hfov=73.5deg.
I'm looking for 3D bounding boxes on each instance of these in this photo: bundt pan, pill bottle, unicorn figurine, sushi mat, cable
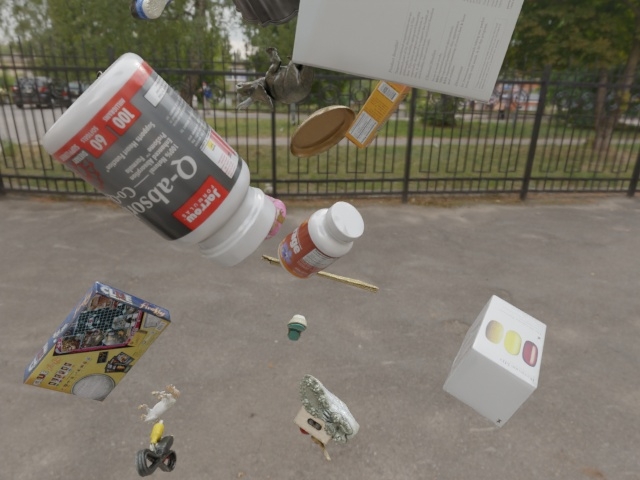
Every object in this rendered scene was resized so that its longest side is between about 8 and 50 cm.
[{"bbox_3d":[-0.118,-0.722,1.081,0.331,0.330,0.124,12,-7,28],"label":"bundt pan"},{"bbox_3d":[-0.260,-0.121,0.765,0.210,0.363,0.210,-29,37,24],"label":"pill bottle"},{"bbox_3d":[-0.475,0.488,1.240,0.162,0.111,0.060,-30,55,-3],"label":"unicorn figurine"},{"bbox_3d":[-0.007,0.091,1.202,0.317,0.019,0.151,16,-1,-16],"label":"sushi mat"},{"bbox_3d":[-0.474,0.619,1.212,0.072,0.139,0.287,-11,-5,-3],"label":"cable"},{"bbox_3d":[0.000,0.000,1.018,0.121,0.121,0.216,-21,-12,-45],"label":"pill bottle"}]

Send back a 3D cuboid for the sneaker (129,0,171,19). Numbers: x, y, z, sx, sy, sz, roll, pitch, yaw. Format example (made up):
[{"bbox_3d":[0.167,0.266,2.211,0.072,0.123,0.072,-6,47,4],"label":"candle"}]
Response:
[{"bbox_3d":[-0.387,-0.571,1.004,0.085,0.058,0.152,9,62,28],"label":"sneaker"}]

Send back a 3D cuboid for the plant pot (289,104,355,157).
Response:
[{"bbox_3d":[0.002,-0.347,1.356,0.236,0.236,0.032,-16,70,-39],"label":"plant pot"}]

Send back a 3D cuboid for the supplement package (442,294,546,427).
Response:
[{"bbox_3d":[0.386,0.252,0.936,0.139,0.134,0.244,31,32,17],"label":"supplement package"}]

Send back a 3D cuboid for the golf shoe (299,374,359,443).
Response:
[{"bbox_3d":[0.019,0.388,0.998,0.176,0.069,0.086,47,15,30],"label":"golf shoe"}]

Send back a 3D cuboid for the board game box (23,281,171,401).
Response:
[{"bbox_3d":[-0.450,0.212,0.873,0.165,0.243,0.042,36,10,-39],"label":"board game box"}]

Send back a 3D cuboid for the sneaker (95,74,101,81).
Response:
[{"bbox_3d":[-0.479,-0.333,0.955,0.135,0.058,0.052,-17,-2,26],"label":"sneaker"}]

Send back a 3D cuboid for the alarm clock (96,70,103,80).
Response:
[{"bbox_3d":[-0.475,-0.259,0.910,0.064,0.192,0.129,-3,26,-40],"label":"alarm clock"}]

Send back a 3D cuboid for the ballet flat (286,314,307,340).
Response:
[{"bbox_3d":[-0.105,0.369,1.880,0.086,0.248,0.086,6,62,-12],"label":"ballet flat"}]

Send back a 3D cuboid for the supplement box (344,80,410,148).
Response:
[{"bbox_3d":[0.170,-0.382,1.255,0.080,0.233,0.078,44,35,6],"label":"supplement box"}]

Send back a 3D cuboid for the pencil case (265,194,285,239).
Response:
[{"bbox_3d":[-0.299,-0.126,1.391,0.386,0.167,0.160,23,40,-41],"label":"pencil case"}]

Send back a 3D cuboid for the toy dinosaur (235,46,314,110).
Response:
[{"bbox_3d":[-0.075,-0.413,1.103,0.314,0.160,0.121,9,5,37],"label":"toy dinosaur"}]

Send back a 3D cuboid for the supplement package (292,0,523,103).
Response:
[{"bbox_3d":[0.123,-0.329,0.593,0.263,0.199,0.198,15,28,7],"label":"supplement package"}]

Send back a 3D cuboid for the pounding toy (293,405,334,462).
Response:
[{"bbox_3d":[-0.003,0.532,1.197,0.141,0.130,0.100,28,69,18],"label":"pounding toy"}]
